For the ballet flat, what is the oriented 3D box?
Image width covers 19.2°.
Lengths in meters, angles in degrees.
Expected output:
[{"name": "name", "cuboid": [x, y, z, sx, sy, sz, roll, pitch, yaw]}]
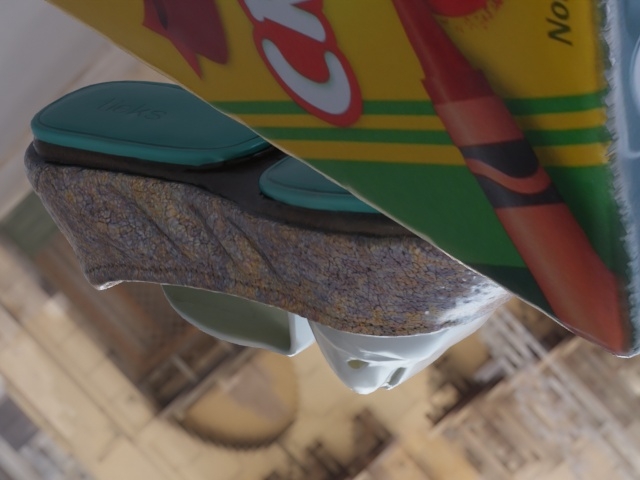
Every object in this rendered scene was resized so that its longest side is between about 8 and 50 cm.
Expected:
[{"name": "ballet flat", "cuboid": [0.000, 0.000, 0.751, 0.107, 0.106, 0.316, -28, -155, -32]}]

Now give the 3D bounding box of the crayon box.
[{"name": "crayon box", "cuboid": [-0.029, -0.131, 0.435, 0.081, 0.318, 0.202, -37, 137, -22]}]
